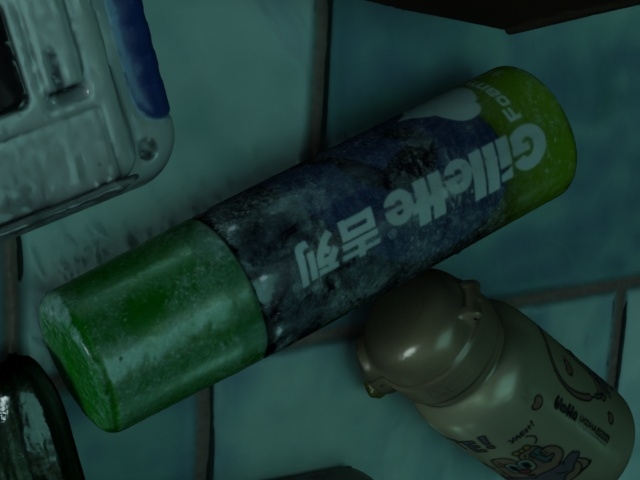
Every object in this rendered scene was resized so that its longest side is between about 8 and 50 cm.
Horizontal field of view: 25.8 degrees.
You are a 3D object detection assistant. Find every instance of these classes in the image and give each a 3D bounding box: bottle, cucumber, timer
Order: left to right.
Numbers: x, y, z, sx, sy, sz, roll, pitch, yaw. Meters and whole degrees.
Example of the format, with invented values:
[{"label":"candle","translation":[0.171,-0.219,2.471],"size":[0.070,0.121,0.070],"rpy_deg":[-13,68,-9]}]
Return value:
[{"label":"timer","translation":[-0.198,-0.072,0.672],"size":[0.253,0.078,0.178],"rpy_deg":[-25,117,-25]},{"label":"cucumber","translation":[-0.159,0.112,0.775],"size":[0.048,0.048,0.105],"rpy_deg":[-21,115,-27]},{"label":"bottle","translation":[0.000,0.000,0.817],"size":[0.330,0.093,0.093],"rpy_deg":[-28,118,-24]},{"label":"bottle","translation":[0.110,0.097,0.925],"size":[0.110,0.097,0.209],"rpy_deg":[-30,130,29]}]

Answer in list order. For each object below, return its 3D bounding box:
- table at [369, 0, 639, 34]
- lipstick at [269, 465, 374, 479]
[{"label":"table","translation":[0.059,-0.255,0.676],"size":[0.282,0.196,0.250],"rpy_deg":[6,85,-35]},{"label":"lipstick","translation":[-0.099,0.199,0.830],"size":[0.317,0.066,0.068],"rpy_deg":[-6,107,-32]}]
